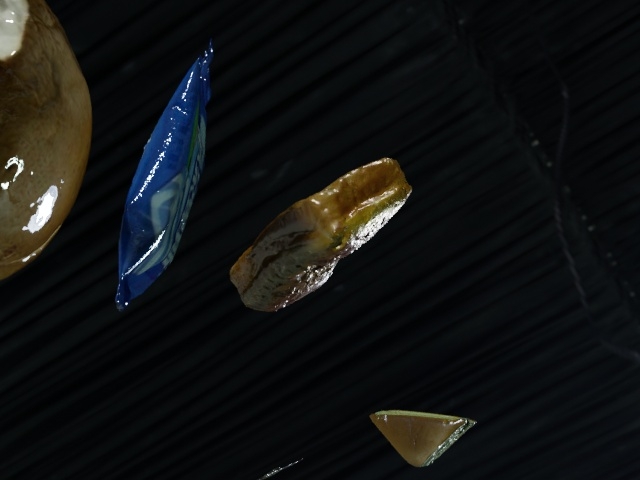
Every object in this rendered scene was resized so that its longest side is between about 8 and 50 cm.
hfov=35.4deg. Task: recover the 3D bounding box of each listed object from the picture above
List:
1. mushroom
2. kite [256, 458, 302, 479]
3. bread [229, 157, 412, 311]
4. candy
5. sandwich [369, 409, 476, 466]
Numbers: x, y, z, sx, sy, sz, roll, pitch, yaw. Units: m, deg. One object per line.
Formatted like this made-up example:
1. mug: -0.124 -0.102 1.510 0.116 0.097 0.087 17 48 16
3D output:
1. mushroom: -0.306 -0.061 0.724 0.233 0.302 0.207 -58 137 -63
2. kite: -0.022 0.113 0.489 0.044 0.078 0.002 -17 75 -37
3. bread: -0.001 -0.001 1.093 0.139 0.271 0.077 -29 83 -32
4. candy: -0.192 -0.071 1.235 0.077 0.331 0.187 17 -10 -4
5. sandwich: 0.081 0.158 0.799 0.031 0.083 0.044 -3 94 -56
